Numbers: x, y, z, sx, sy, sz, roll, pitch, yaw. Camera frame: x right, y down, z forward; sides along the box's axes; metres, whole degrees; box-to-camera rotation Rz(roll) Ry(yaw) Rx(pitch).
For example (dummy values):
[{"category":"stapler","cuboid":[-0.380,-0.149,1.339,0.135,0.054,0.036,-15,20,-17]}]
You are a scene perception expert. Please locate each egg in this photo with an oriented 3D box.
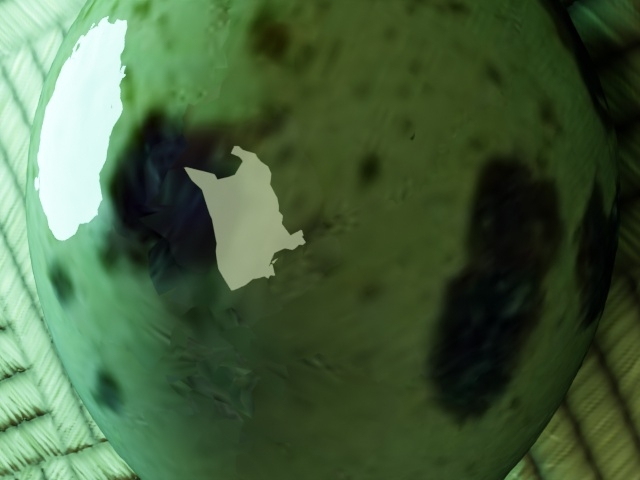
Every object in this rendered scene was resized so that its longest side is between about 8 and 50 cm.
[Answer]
[{"category":"egg","cuboid":[0.000,0.000,0.879,0.345,0.345,0.427,21,120,29]}]
